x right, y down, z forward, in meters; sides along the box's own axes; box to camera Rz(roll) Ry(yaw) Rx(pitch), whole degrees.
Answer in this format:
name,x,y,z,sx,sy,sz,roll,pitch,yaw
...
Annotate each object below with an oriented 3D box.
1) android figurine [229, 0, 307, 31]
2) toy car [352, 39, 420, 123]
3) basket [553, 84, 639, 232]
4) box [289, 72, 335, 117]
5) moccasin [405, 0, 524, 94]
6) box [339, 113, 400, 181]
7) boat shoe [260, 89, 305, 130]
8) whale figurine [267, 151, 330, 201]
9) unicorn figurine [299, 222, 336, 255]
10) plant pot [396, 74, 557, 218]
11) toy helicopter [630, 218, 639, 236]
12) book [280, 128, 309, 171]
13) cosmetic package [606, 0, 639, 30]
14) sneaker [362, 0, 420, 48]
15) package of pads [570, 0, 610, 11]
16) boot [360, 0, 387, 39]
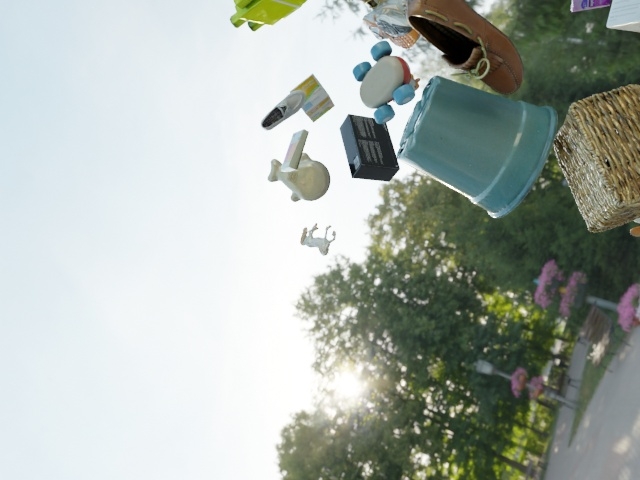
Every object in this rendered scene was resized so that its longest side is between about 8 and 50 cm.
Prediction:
name,x,y,z,sx,sy,sz,roll,pitch,yaw
android figurine,-0.149,-0.739,1.682,0.248,0.272,0.056,-17,-94,-53
toy car,0.274,-0.552,1.908,0.237,0.219,0.210,-15,-16,-39
basket,0.751,-0.204,1.364,0.223,0.213,0.299,57,-164,-70
box,-0.028,-0.531,2.045,0.114,0.103,0.203,-36,-2,7
moccasin,0.345,-0.455,1.286,0.380,0.139,0.147,30,-105,-37
box,0.199,-0.380,2.238,0.103,0.184,0.261,126,139,-53
boat shoe,-0.127,-0.435,1.819,0.184,0.066,0.063,-32,11,6
whale figurine,-0.086,-0.271,2.329,0.141,0.271,0.217,-32,-45,-71
unicorn figurine,0.000,0.000,1.717,0.060,0.161,0.111,46,-123,-33
plant pot,0.415,-0.280,1.532,0.341,0.334,0.341,-158,90,-86
toy helicopter,1.140,-0.133,1.762,0.355,0.140,0.235,127,168,-77
book,-0.093,-0.314,1.908,0.035,0.096,0.144,22,-99,-26
cosmetic package,0.796,-0.589,1.268,0.151,0.151,0.184,-96,13,-74
sneaker,0.202,-0.579,1.401,0.121,0.262,0.099,-45,-56,8
package of pads,0.604,-0.543,1.217,0.050,0.083,0.032,37,-124,-61
boot,0.193,-0.777,1.830,0.262,0.095,0.204,-38,-65,-42
